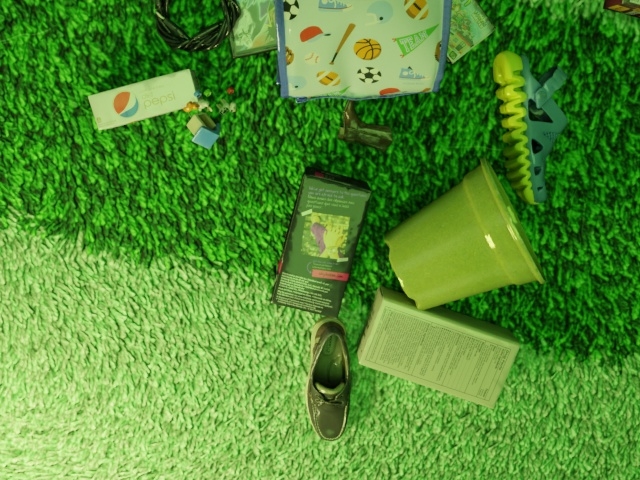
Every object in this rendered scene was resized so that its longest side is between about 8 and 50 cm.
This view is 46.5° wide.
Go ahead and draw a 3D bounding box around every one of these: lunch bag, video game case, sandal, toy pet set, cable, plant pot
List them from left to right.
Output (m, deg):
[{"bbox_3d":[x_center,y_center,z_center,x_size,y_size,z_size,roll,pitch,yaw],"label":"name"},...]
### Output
[{"bbox_3d":[-0.247,-0.451,1.479,0.184,0.047,0.151,7,102,12],"label":"cable"},{"bbox_3d":[-0.221,-0.245,1.505,0.065,0.122,0.114,51,124,10],"label":"toy pet set"},{"bbox_3d":[-0.069,-0.517,1.492,0.274,0.035,0.249,-12,101,2],"label":"video game case"},{"bbox_3d":[0.069,-0.446,1.364,0.327,0.239,0.386,-3,124,0],"label":"lunch bag"},{"bbox_3d":[0.278,0.011,1.505,0.253,0.276,0.276,-27,100,17],"label":"plant pot"},{"bbox_3d":[0.440,-0.230,1.511,0.138,0.126,0.318,-8,103,-3],"label":"sandal"}]

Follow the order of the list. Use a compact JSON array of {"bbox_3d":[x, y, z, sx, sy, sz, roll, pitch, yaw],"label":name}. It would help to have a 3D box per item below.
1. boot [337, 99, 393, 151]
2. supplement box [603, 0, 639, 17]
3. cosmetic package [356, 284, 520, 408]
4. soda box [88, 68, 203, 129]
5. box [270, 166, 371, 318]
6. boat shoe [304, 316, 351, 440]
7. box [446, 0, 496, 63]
[{"bbox_3d":[0.101,-0.245,1.545,0.114,0.037,0.107,13,114,0],"label":"boot"},{"bbox_3d":[0.674,-0.478,1.467,0.188,0.104,0.081,13,101,-2],"label":"supplement box"},{"bbox_3d":[0.248,0.227,1.603,0.309,0.113,0.160,20,101,-5],"label":"cosmetic package"},{"bbox_3d":[-0.354,-0.288,1.520,0.216,0.069,0.074,-14,101,3],"label":"soda box"},{"bbox_3d":[0.000,0.000,1.529,0.143,0.165,0.271,15,100,-3],"label":"box"},{"bbox_3d":[0.018,0.314,1.629,0.102,0.092,0.286,3,101,-1],"label":"boat shoe"},{"bbox_3d":[0.248,-0.474,1.501,0.114,0.036,0.207,-38,99,7],"label":"box"}]
